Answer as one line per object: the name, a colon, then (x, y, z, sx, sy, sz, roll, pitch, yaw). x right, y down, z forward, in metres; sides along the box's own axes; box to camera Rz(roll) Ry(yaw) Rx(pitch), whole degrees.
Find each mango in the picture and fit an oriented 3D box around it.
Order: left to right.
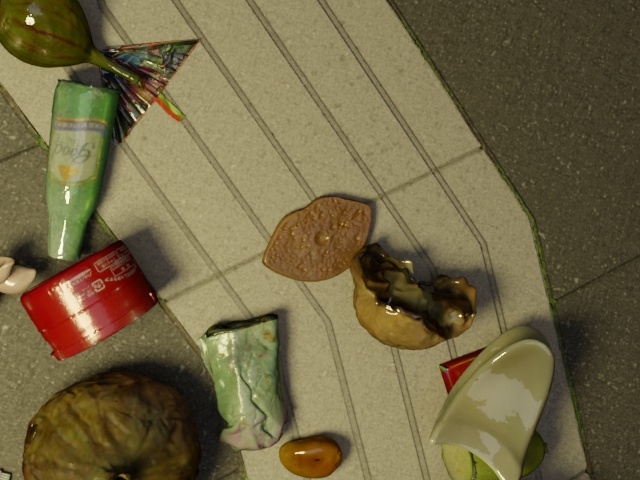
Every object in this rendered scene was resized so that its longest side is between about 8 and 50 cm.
mango: (-0.017, 0.385, 1.525, 0.114, 0.060, 0.080, 9, 105, -15)

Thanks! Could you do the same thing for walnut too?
walnut: (0.145, 0.120, 1.493, 0.238, 0.204, 0.141, 24, 119, -5)

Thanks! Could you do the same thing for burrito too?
burrito: (-0.123, 0.250, 1.485, 0.144, 0.089, 0.228, -11, 92, -10)

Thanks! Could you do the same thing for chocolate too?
chocolate: (-0.403, -0.114, 1.405, 0.110, 0.110, 0.291, 8, 92, -13)

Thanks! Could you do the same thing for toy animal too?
toy animal: (-0.567, 0.081, 1.370, 0.212, 0.124, 0.124, -37, 99, -9)

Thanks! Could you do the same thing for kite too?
kite: (-0.300, -0.275, 1.464, 0.183, 0.014, 0.241, 42, 82, -11)

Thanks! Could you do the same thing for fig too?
fig: (-0.400, -0.337, 1.394, 0.259, 0.151, 0.151, 20, 87, -36)
fig: (-0.325, 0.341, 1.306, 0.286, 0.369, 0.286, 1, 82, -8)

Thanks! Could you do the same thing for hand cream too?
hand cream: (-0.370, 0.094, 1.371, 0.193, 0.193, 0.125, -30, 96, -10)

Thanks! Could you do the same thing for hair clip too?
hair clip: (0.325, 0.276, 1.519, 0.172, 0.113, 0.282, 31, 83, 3)

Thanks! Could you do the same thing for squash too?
squash: (0.330, 0.388, 1.575, 0.187, 0.123, 0.123, -6, 93, -15)

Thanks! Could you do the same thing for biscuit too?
biscuit: (0.000, 0.000, 1.532, 0.221, 0.029, 0.142, -32, 98, -11)

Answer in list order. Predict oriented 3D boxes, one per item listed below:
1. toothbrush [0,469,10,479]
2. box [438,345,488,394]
toothbrush: (-0.578, 0.521, 1.423, 0.025, 0.020, 0.286, 22, 87, -19)
box: (0.322, 0.258, 1.603, 0.175, 0.048, 0.112, -19, 95, -12)
